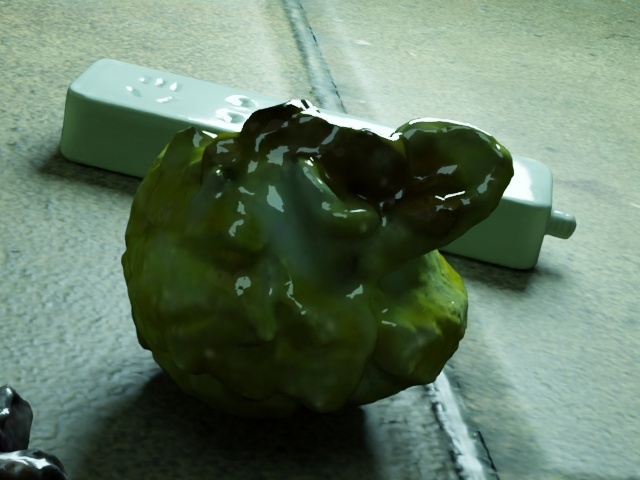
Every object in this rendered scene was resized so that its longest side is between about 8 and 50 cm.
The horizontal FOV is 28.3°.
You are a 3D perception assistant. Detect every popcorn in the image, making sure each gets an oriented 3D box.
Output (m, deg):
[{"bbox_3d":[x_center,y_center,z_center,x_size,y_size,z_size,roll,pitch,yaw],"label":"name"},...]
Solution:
[{"bbox_3d":[0.000,0.000,0.676,0.198,0.212,0.198,27,42,-27],"label":"popcorn"}]

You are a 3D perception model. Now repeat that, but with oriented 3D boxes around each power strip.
[{"bbox_3d":[0.001,-0.058,0.943,0.385,0.062,0.091,13,28,4],"label":"power strip"}]

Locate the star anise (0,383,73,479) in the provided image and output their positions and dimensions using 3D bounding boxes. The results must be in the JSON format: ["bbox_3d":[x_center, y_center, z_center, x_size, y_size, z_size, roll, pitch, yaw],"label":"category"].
[{"bbox_3d":[-0.175,0.111,0.474,0.209,0.089,0.231,19,13,33],"label":"star anise"}]
